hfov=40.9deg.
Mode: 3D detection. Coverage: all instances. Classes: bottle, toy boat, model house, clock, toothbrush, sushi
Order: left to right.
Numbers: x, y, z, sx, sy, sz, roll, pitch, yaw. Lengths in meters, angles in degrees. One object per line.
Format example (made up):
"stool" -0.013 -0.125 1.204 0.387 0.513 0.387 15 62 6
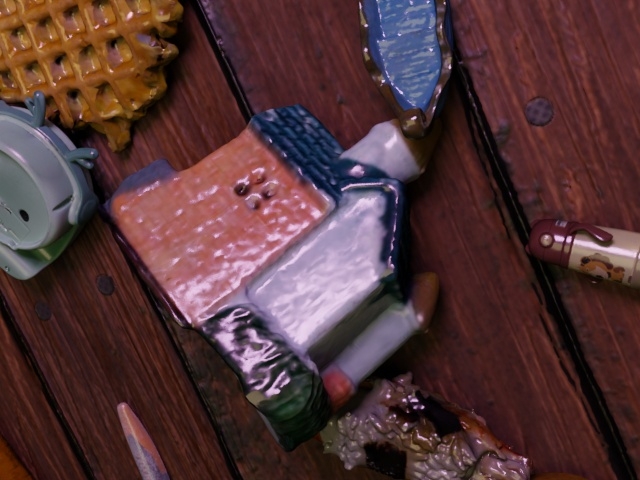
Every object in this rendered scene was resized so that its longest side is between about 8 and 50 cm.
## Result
"clock" -0.303 -0.063 0.867 0.159 0.066 0.211 46 132 -7
"toothbrush" -0.156 0.356 0.991 0.028 0.037 0.375 -19 96 24
"model house" 0.000 0.000 0.750 0.291 0.184 0.253 -39 67 -2
"toy boat" 0.065 -0.172 0.686 0.075 0.077 0.185 -8 97 25
"sushi" 0.083 0.177 0.793 0.226 0.103 0.097 12 95 17
"bottle" 0.221 0.009 0.707 0.101 0.047 0.063 13 122 20

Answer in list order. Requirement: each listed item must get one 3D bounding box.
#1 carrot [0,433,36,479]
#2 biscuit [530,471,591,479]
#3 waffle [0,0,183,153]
"carrot" -0.424 0.248 1.056 0.066 0.066 0.314 -37 87 28
"biscuit" 0.264 0.310 0.791 0.236 0.039 0.180 41 120 7
"waffle" -0.243 -0.217 0.816 0.245 0.052 0.254 37 125 5
